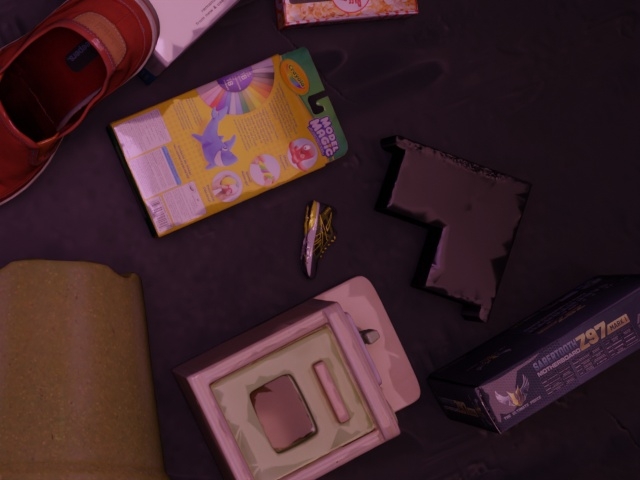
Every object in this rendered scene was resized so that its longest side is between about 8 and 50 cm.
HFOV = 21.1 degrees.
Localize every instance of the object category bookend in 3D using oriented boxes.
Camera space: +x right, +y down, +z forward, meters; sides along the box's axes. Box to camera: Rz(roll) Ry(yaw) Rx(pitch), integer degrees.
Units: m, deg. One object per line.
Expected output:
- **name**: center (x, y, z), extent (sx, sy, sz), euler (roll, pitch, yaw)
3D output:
- **bookend**: center (0.120, -0.011, 1.816), extent (0.156, 0.072, 0.157), euler (18, 86, -11)

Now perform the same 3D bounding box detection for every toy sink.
- **toy sink**: center (-0.009, 0.150, 1.754), extent (0.234, 0.131, 0.153), euler (-26, 95, -12)

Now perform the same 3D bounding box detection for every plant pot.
- **plant pot**: center (-0.260, 0.156, 1.651), extent (0.276, 0.276, 0.254), euler (3, 77, -13)

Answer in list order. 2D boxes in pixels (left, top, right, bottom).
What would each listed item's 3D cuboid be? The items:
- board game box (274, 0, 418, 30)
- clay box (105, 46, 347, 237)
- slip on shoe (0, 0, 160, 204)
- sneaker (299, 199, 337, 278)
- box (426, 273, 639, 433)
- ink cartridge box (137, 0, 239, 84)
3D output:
- **board game box**: center (0.017, -0.325, 1.811), extent (0.146, 0.045, 0.194), euler (-6, 90, -13)
- **clay box**: center (-0.094, -0.103, 1.779), extent (0.222, 0.053, 0.127), euler (-23, 94, -13)
- **slip on shoe**: center (-0.287, -0.124, 1.639), extent (0.331, 0.101, 0.123), euler (-35, 100, 32)
- **sneaker**: center (0.000, 0.000, 1.810), extent (0.035, 0.031, 0.083), euler (7, 88, -13)
- **box**: center (0.240, 0.113, 1.785), extent (0.232, 0.183, 0.059), euler (-30, 96, -11)
- **ink cartridge box**: center (-0.183, -0.300, 1.702), extent (0.168, 0.171, 0.233), euler (-44, 98, -9)
